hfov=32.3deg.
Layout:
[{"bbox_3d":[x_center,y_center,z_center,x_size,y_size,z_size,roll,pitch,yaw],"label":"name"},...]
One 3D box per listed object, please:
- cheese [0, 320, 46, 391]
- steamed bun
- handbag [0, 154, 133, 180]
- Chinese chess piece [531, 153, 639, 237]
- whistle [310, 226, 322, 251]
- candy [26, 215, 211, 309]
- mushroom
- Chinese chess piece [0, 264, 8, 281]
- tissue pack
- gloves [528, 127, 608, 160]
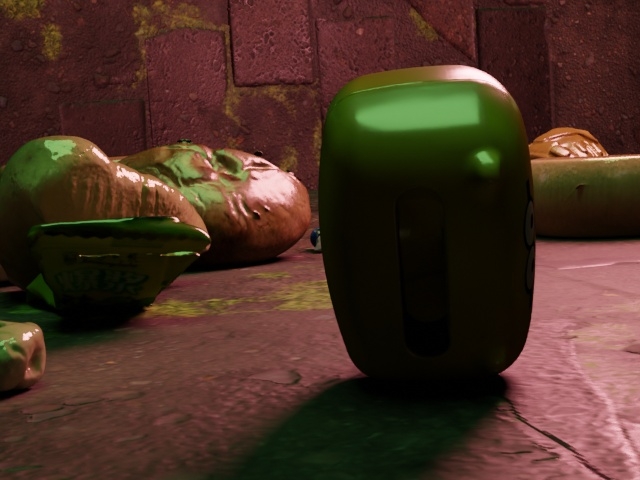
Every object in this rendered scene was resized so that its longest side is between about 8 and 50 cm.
[{"bbox_3d":[-0.270,0.076,0.704,0.194,0.043,0.065,-2,4,14],"label":"cheese"},{"bbox_3d":[-0.253,-0.010,1.126,0.231,0.110,0.212,-12,-31,10],"label":"steamed bun"},{"bbox_3d":[-0.394,-0.079,1.970,0.302,0.149,0.283,-4,7,22],"label":"handbag"},{"bbox_3d":[0.401,-0.065,1.480,0.273,0.102,0.273,-4,5,0],"label":"Chinese chess piece"},{"bbox_3d":[0.000,0.000,1.454,0.033,0.029,0.083,-20,14,-6],"label":"whistle"},{"bbox_3d":[-0.192,0.029,1.004,0.149,0.069,0.246,-2,-8,-16],"label":"candy"},{"bbox_3d":[-0.156,-0.022,1.358,0.286,0.156,0.151,2,33,1],"label":"mushroom"},{"bbox_3d":[-0.411,-0.004,1.359,0.250,0.101,0.250,-4,5,0],"label":"Chinese chess piece"},{"bbox_3d":[0.061,-0.005,0.633,0.123,0.178,0.127,-4,23,4],"label":"tissue pack"},{"bbox_3d":[0.398,-0.116,1.825,0.154,0.141,0.331,-3,5,-10],"label":"gloves"}]
